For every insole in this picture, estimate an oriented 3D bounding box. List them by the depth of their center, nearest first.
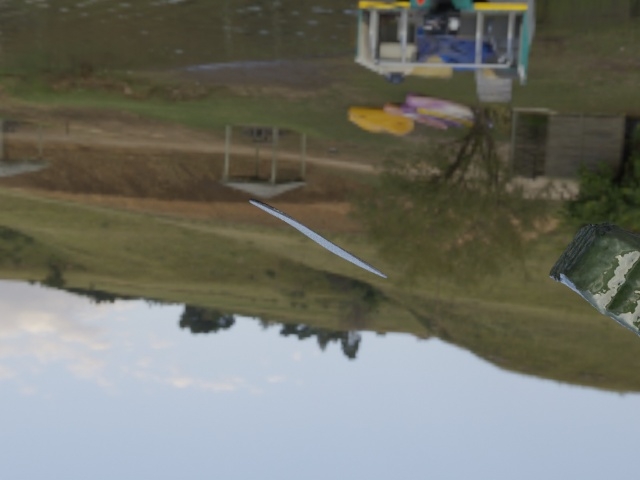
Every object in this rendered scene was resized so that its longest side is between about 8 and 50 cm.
[{"bbox_3d":[0.000,0.000,1.091,0.086,0.005,0.253,22,173,43],"label":"insole"}]

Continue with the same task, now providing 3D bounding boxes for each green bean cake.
[{"bbox_3d":[0.327,0.054,0.878,0.185,0.094,0.183,29,-173,9],"label":"green bean cake"}]
